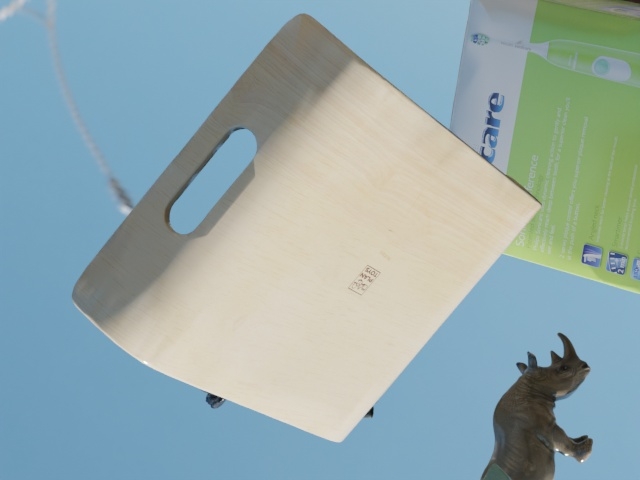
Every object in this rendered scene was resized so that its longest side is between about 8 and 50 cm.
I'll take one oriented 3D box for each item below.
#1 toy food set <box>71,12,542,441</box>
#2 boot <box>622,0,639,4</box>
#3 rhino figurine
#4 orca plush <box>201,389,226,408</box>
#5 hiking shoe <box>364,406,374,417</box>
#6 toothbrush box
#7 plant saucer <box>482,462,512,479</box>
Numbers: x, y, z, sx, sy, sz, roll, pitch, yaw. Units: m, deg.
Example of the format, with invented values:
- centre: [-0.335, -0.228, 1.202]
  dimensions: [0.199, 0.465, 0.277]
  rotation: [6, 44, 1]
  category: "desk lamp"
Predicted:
- centre: [0.000, 0.000, 1.097]
  dimensions: [0.092, 0.219, 0.306]
  rotation: [45, -172, 34]
  category: "toy food set"
- centre: [0.310, -0.184, 1.564]
  dimensions: [0.207, 0.090, 0.248]
  rotation: [7, -127, 2]
  category: "boot"
- centre: [0.231, 0.210, 1.792]
  dimensions: [0.106, 0.243, 0.073]
  rotation: [14, 162, 2]
  category: "rhino figurine"
- centre: [-0.092, 0.096, 1.537]
  dimensions: [0.151, 0.102, 0.287]
  rotation: [26, -169, -16]
  category: "orca plush"
- centre: [-0.004, 0.077, 1.784]
  dimensions: [0.304, 0.113, 0.132]
  rotation: [36, -131, -48]
  category: "hiking shoe"
- centre: [0.249, -0.075, 1.325]
  dimensions: [0.283, 0.206, 0.122]
  rotation: [16, -164, 30]
  category: "toothbrush box"
- centre: [0.069, 0.219, 0.940]
  dimensions: [0.018, 0.192, 0.067]
  rotation: [12, 148, 39]
  category: "plant saucer"
